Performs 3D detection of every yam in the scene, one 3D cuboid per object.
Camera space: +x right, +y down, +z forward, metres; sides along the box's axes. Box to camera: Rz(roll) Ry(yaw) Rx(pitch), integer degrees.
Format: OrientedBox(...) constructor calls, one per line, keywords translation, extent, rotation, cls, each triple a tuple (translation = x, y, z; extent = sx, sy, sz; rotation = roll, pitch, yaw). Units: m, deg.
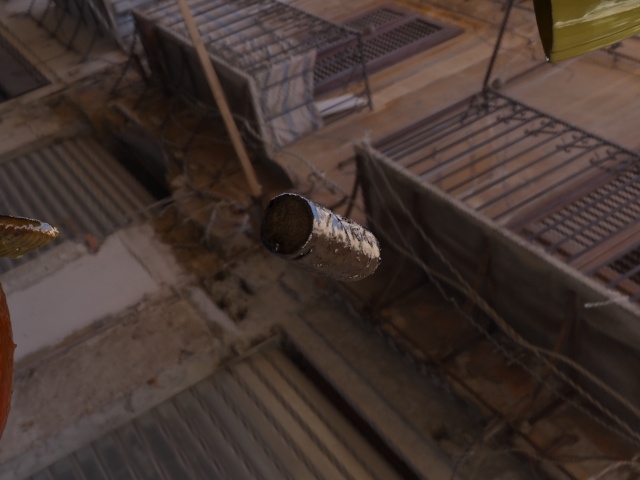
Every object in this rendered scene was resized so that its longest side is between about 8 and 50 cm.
OrientedBox(translation=(0.001, 0.002, 1.453), extent=(0.131, 0.131, 0.279), rotation=(51, 15, 28), cls="yam")

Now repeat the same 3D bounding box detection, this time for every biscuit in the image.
OrientedBox(translation=(-0.540, 0.004, 1.240), extent=(0.176, 0.228, 0.031), rotation=(35, 42, -62), cls="biscuit")

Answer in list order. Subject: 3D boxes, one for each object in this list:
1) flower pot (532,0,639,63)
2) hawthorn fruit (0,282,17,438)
OrientedBox(translation=(0.353, -0.330, 0.979), extent=(0.195, 0.179, 0.195), rotation=(-9, 90, -77), cls="flower pot")
OrientedBox(translation=(-0.302, 0.112, 0.467), extent=(0.300, 0.254, 0.254), rotation=(53, -21, 41), cls="hawthorn fruit")
